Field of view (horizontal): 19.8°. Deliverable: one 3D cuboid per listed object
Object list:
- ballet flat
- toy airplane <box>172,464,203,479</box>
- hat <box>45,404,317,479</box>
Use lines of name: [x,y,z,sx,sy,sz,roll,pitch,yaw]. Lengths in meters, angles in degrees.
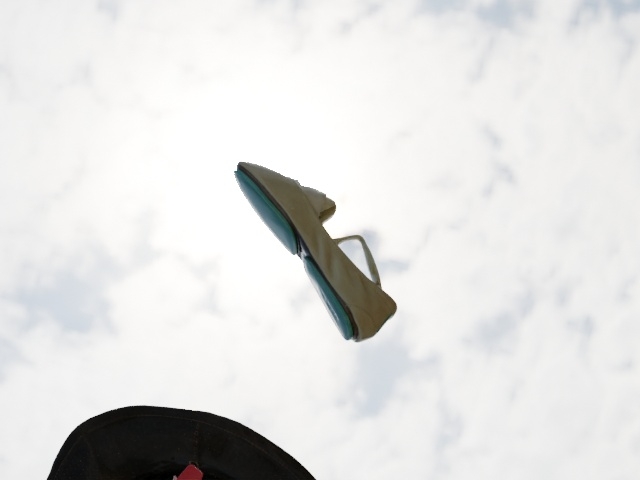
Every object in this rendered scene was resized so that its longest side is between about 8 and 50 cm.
ballet flat: [0.000,0.000,2.019,0.086,0.248,0.086,-33,-13,-9]
toy airplane: [-0.084,0.232,1.372,0.028,0.151,0.151,19,-94,-51]
hat: [-0.108,0.291,1.799,0.134,0.331,0.331,-32,-52,-67]
